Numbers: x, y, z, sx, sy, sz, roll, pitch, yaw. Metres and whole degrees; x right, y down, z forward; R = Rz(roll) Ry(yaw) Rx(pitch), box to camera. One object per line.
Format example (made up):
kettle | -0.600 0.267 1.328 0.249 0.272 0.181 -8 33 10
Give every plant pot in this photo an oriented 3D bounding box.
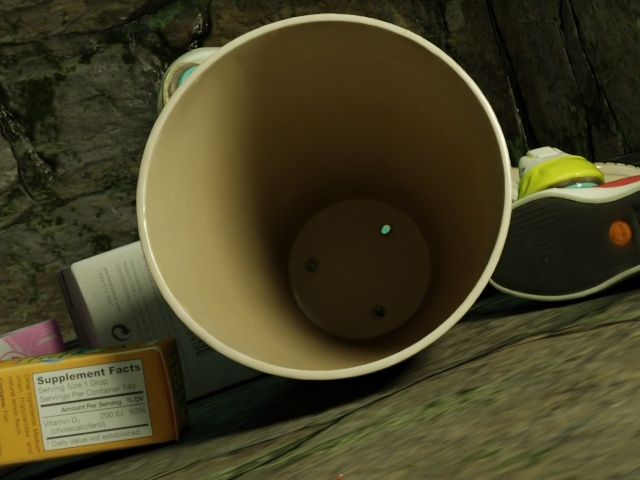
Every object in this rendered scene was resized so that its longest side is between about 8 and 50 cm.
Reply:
plant pot | 0.019 -0.003 1.016 0.256 0.256 0.274 -18 -15 4

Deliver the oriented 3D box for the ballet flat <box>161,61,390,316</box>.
ballet flat | -0.046 -0.032 1.273 0.123 0.348 0.123 -37 30 25

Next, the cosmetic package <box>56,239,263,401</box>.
cosmetic package | -0.149 0.072 1.236 0.151 0.151 0.183 -19 1 -16

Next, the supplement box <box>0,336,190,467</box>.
supplement box | -0.220 0.126 0.986 0.233 0.080 0.078 -6 3 1

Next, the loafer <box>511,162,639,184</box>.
loafer | 0.276 -0.041 1.573 0.268 0.092 0.102 -2 -3 -9

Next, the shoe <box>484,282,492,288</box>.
shoe | 0.153 0.022 1.261 0.178 0.063 0.081 -24 5 -19

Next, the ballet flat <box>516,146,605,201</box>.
ballet flat | 0.202 -0.039 1.170 0.077 0.077 0.231 -12 -19 1

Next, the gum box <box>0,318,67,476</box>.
gum box | -0.282 0.142 1.117 0.062 0.107 0.188 -17 2 23

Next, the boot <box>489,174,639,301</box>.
boot | 0.262 -0.013 1.045 0.244 0.088 0.176 -16 -4 40

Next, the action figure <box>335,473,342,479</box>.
action figure | -0.002 0.114 0.512 0.115 0.030 0.038 -19 6 32

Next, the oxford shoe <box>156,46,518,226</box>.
oxford shoe | 0.027 -0.088 1.388 0.449 0.130 0.169 19 -61 -26
